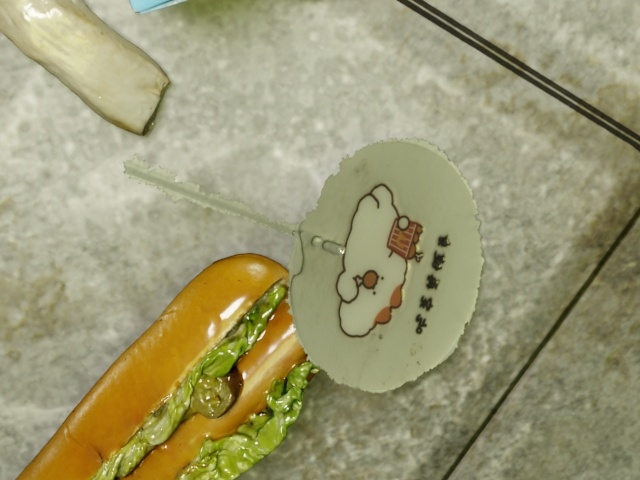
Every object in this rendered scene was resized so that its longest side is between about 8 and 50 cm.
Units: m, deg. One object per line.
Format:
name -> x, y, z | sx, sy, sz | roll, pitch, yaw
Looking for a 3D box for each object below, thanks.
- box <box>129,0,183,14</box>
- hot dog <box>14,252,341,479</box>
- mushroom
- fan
box -> -0.115, -0.260, 0.634 | 0.083, 0.142, 0.232 | -22, 117, -1
hot dog -> -0.111, 0.143, 0.843 | 0.135, 0.100, 0.337 | 38, 101, -24
mushroom -> -0.172, -0.140, 0.729 | 0.059, 0.054, 0.202 | -41, 121, 6
fan -> 0.000, 0.000, 0.789 | 0.329, 0.009, 0.191 | 19, 87, -37
